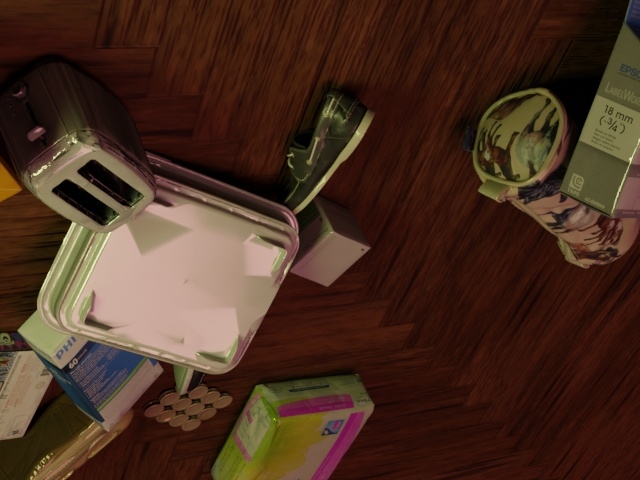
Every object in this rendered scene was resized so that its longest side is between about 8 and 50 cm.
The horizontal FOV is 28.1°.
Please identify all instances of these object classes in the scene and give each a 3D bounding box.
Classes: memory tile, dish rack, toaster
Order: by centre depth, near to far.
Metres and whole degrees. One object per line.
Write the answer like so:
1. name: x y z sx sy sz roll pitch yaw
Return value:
1. toaster: -0.294 -0.107 1.575 0.129 0.146 0.227 -34 145 10
2. dish rack: -0.197 0.049 1.787 0.332 0.072 0.286 20 103 -34
3. memory tile: -0.233 0.289 2.247 0.113 0.012 0.148 -38 145 14

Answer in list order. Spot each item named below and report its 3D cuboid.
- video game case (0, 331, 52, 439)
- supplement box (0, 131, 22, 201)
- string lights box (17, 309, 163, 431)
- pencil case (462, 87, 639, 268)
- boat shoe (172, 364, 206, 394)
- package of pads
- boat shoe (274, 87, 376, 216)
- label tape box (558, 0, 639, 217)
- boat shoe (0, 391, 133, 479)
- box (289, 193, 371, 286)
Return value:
1. video game case: -0.520 0.227 1.943 0.210 0.042 0.232 0 137 -36
2. supplement box: -0.465 -0.113 1.408 0.191 0.194 0.129 -28 146 0
3. string lights box: -0.338 0.167 1.919 0.133 0.076 0.260 -48 150 -19
4. pencil case: 0.383 -0.087 2.050 0.183 0.160 0.410 -51 142 4
5. boat shoe: -0.174 0.131 1.996 0.091 0.114 0.303 -5 141 -21
6. package of pads: -0.061 0.380 2.404 0.229 0.101 0.297 -3 138 -32
7. boat shoe: -0.010 -0.124 1.831 0.079 0.084 0.233 30 131 -10
8. label tape box: 0.511 -0.202 1.902 0.240 0.106 0.334 -1 114 -47
9. boat shoe: -0.457 0.364 2.095 0.341 0.122 0.110 -35 144 7
10. box: 0.000 0.000 1.967 0.101 0.087 0.102 -43 143 20
